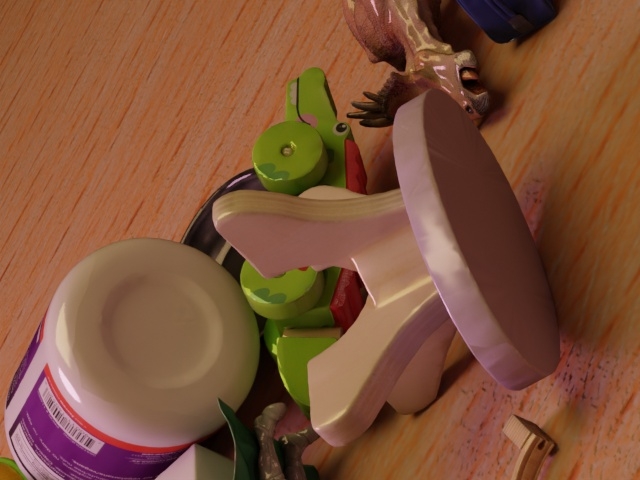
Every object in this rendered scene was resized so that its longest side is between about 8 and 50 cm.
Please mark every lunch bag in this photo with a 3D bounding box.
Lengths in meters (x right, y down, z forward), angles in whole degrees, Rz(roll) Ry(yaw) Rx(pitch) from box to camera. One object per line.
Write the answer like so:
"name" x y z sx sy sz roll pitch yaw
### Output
"lunch bag" 0.151 -0.218 1.454 0.067 0.098 0.065 -29 42 25

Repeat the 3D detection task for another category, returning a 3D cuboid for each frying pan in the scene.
"frying pan" -0.029 0.031 1.575 0.326 0.053 0.197 11 76 49

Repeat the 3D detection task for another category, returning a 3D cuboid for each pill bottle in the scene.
"pill bottle" -0.179 0.135 1.536 0.323 0.182 0.181 129 158 -60

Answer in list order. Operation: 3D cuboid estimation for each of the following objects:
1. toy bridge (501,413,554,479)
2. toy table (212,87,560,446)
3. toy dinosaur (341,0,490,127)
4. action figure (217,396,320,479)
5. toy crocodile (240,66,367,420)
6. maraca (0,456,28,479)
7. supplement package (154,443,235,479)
"toy bridge" 0.105 0.214 1.203 0.188 0.026 0.063 -57 29 7
"toy table" 0.057 0.022 1.259 0.161 0.252 0.274 -30 25 20
"toy dinosaur" 0.070 -0.196 1.567 0.127 0.200 0.295 -16 13 7
"action figure" -0.018 0.238 1.314 0.063 0.137 0.232 -30 47 24
"toy crocodile" 0.000 0.000 1.458 0.105 0.115 0.340 -5 52 10
"maraca" -0.320 0.311 1.752 0.127 0.099 0.185 -38 60 30
"supplement package" -0.089 0.274 1.385 0.105 0.105 0.179 -44 32 30
